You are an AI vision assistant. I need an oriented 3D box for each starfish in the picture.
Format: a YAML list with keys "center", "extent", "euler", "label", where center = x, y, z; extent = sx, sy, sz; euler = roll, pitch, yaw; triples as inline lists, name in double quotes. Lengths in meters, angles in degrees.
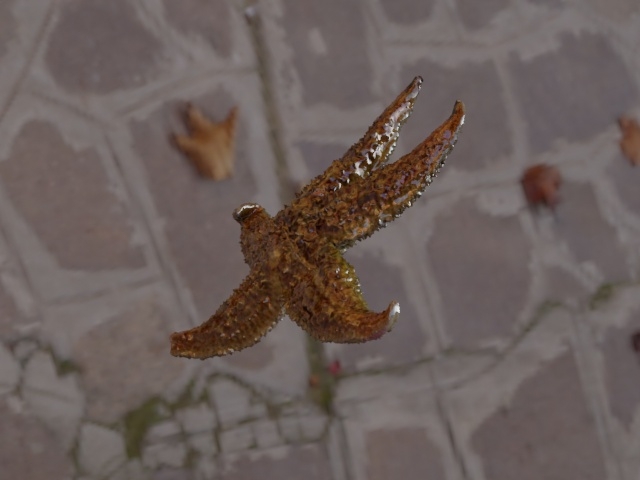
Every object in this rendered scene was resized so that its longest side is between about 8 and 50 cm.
- center: [-0.001, -0.001, 0.983]
  extent: [0.043, 0.240, 0.227]
  euler: [35, 96, -28]
  label: "starfish"
